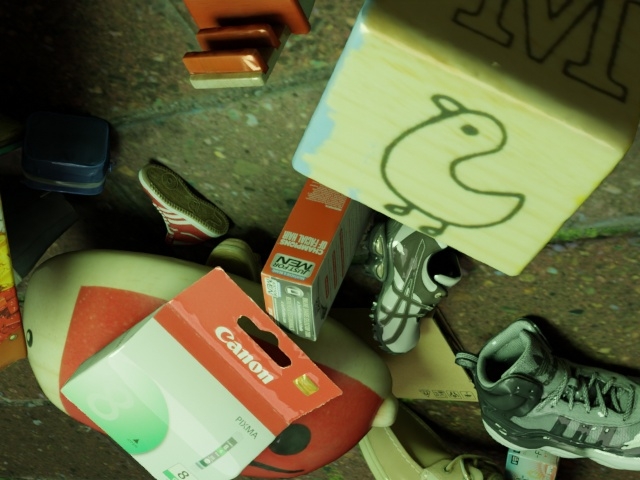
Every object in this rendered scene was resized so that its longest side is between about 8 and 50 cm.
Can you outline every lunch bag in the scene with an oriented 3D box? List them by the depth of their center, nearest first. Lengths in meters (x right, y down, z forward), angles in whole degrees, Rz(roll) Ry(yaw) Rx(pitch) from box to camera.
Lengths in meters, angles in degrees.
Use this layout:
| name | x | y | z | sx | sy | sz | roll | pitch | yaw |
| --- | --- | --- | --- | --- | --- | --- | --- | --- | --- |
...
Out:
| name | x | y | z | sx | sy | sz | roll | pitch | yaw |
| --- | --- | --- | --- | --- | --- | --- | --- | --- | --- |
| lunch bag | -0.266 | -0.089 | 1.252 | 0.098 | 0.067 | 0.065 | 8 | 147 | -10 |

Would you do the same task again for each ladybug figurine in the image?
| name | x | y | z | sx | sy | sz | roll | pitch | yaw |
| --- | --- | --- | --- | --- | --- | --- | --- | --- | --- |
| ladybug figurine | -0.136 | 0.151 | 1.325 | 0.449 | 0.162 | 0.305 | 13 | 150 | 12 |

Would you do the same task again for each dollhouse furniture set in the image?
| name | x | y | z | sx | sy | sz | roll | pitch | yaw |
| --- | --- | --- | --- | --- | --- | --- | --- | --- | --- |
| dollhouse furniture set | -0.092 | -0.254 | 0.874 | 0.262 | 0.135 | 0.259 | 2 | 140 | 29 |

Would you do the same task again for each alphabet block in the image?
| name | x | y | z | sx | sy | sz | roll | pitch | yaw |
| --- | --- | --- | --- | --- | --- | --- | --- | --- | --- |
| alphabet block | 0.117 | -0.125 | 0.874 | 0.197 | 0.193 | 0.192 | 25 | 148 | -2 |

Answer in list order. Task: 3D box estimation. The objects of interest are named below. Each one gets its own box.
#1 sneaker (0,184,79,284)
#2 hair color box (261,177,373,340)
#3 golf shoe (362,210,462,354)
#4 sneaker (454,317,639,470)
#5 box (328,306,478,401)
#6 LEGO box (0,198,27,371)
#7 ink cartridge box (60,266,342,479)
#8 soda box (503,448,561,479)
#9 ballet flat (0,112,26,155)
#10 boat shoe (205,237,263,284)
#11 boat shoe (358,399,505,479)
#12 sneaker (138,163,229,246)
| name | x | y | z | sx | sy | sz | roll | pitch | yaw |
| --- | --- | --- | --- | --- | --- | --- | --- | --- | --- |
| sneaker | -0.372 | -0.034 | 1.402 | 0.222 | 0.118 | 0.083 | 35 | 160 | 41 |
| hair color box | 0.000 | 0.000 | 1.134 | 0.053 | 0.167 | 0.093 | 15 | 144 | 14 |
| golf shoe | 0.100 | 0.054 | 1.224 | 0.094 | 0.077 | 0.198 | 6 | 139 | 16 |
| sneaker | 0.269 | 0.160 | 1.246 | 0.268 | 0.101 | 0.153 | -2 | 141 | 37 |
| box | 0.077 | 0.135 | 1.400 | 0.201 | 0.021 | 0.164 | -2 | 138 | 33 |
| LEGO box | -0.509 | -0.100 | 1.090 | 0.500 | 0.193 | 0.372 | 42 | 149 | 23 |
| ink cartridge box | -0.119 | 0.149 | 1.156 | 0.224 | 0.056 | 0.181 | -33 | 108 | 36 |
| soda box | 0.261 | 0.290 | 1.467 | 0.063 | 0.058 | 0.183 | 15 | 144 | 14 |
| ballet flat | -0.466 | -0.109 | 1.330 | 0.348 | 0.123 | 0.123 | -16 | 130 | 41 |
| boat shoe | -0.093 | 0.038 | 1.337 | 0.063 | 0.059 | 0.170 | 15 | 150 | 7 |
| boat shoe | 0.180 | 0.308 | 1.433 | 0.341 | 0.121 | 0.110 | 47 | 121 | 16 |
| sneaker | -0.164 | -0.034 | 1.298 | 0.118 | 0.042 | 0.067 | 39 | 140 | -25 |
